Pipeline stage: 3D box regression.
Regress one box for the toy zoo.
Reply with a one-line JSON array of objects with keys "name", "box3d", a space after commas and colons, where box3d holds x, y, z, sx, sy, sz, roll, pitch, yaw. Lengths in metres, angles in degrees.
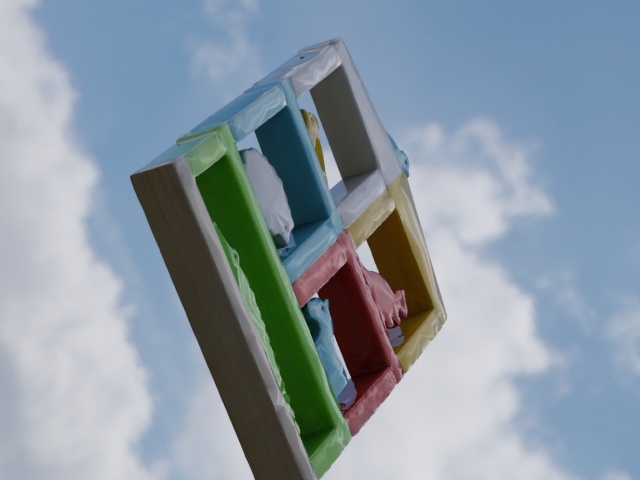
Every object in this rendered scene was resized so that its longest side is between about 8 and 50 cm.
[{"name": "toy zoo", "box3d": [0.000, 0.000, 1.142, 0.030, 0.293, 0.192, -15, -77, 26]}]
